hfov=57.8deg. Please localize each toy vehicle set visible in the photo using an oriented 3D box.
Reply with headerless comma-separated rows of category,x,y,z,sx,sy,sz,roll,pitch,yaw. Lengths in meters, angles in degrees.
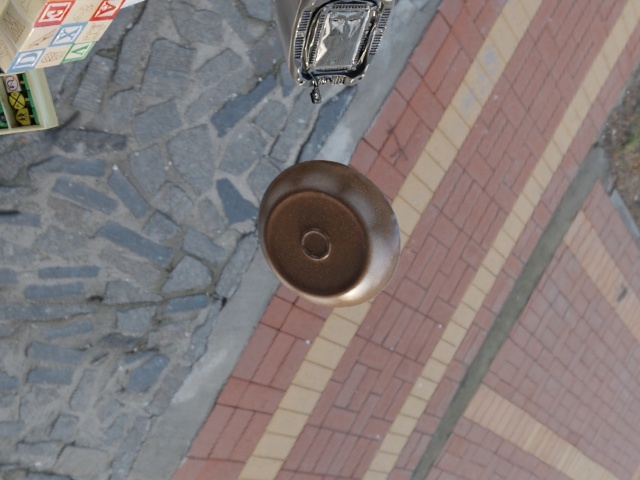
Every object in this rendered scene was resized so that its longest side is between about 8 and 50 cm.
toy vehicle set,-0.525,-0.301,0.907,0.035,0.166,0.267,-54,138,-66

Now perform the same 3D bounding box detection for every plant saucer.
plant saucer,0.000,0.000,0.725,0.036,0.199,0.198,-37,135,-59

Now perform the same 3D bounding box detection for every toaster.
toaster,0.009,-0.314,0.782,0.129,0.146,0.227,-8,152,-16

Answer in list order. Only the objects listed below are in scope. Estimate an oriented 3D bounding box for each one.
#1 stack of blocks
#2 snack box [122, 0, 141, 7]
stack of blocks,-0.270,-0.334,0.681,0.087,0.297,0.171,54,35,-4
snack box,-0.311,-0.439,0.943,0.141,0.100,0.037,-17,167,3
